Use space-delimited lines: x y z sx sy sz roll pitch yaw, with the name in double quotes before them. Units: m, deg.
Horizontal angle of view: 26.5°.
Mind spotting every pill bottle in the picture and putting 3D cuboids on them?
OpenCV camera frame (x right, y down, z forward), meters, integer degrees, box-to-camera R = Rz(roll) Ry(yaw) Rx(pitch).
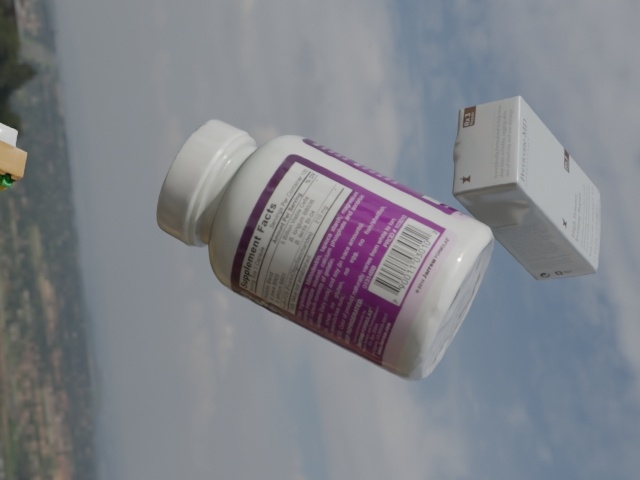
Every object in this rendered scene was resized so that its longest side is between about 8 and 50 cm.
"pill bottle" 0.000 0.000 1.313 0.169 0.301 0.169 -57 165 -25

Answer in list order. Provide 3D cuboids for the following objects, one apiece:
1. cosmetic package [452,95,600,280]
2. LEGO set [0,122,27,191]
"cosmetic package" 0.240 -0.055 1.558 0.231 0.085 0.117 40 49 -48
"LEGO set" -0.317 -0.096 0.962 0.287 0.132 0.107 67 2 -47
